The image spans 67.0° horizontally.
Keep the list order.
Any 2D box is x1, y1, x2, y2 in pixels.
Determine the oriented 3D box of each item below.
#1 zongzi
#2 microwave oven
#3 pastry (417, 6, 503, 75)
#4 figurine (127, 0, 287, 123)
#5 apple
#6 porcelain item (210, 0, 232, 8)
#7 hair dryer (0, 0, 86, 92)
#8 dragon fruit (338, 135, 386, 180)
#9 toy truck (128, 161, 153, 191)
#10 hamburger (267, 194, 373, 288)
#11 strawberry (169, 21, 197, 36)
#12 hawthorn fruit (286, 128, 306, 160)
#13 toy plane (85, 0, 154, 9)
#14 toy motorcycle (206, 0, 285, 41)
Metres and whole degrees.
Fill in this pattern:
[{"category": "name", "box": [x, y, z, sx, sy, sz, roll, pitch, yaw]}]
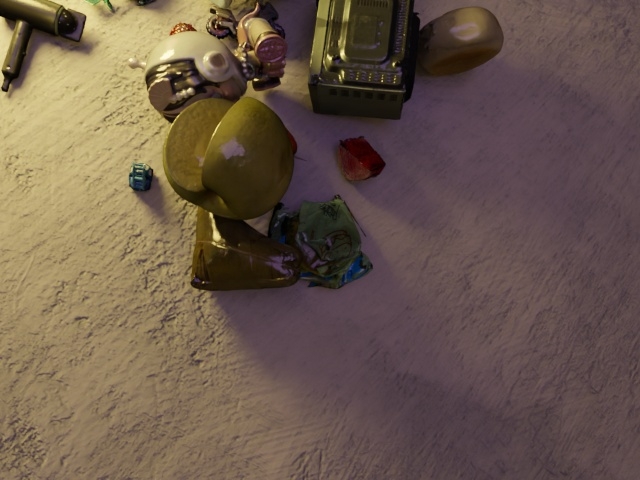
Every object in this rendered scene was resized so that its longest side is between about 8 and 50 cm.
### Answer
[{"category": "zongzi", "box": [-0.184, -0.026, 1.208, 0.274, 0.145, 0.299, -4, 75, 10]}, {"category": "microwave oven", "box": [0.118, -0.537, 1.297, 0.287, 0.218, 0.354, 7, 83, 6]}, {"category": "pastry", "box": [0.397, -0.575, 1.410, 0.265, 0.265, 0.133, -14, 91, -17]}, {"category": "figurine", "box": [-0.264, -0.423, 1.209, 0.362, 0.253, 0.210, -31, 76, -11]}, {"category": "apple", "box": [-0.203, -0.190, 1.102, 0.292, 0.292, 0.254, 29, 64, -11]}, {"category": "porcelain item", "box": [-0.150, -0.788, 1.277, 0.405, 0.178, 0.242, -40, 70, -19]}, {"category": "hair dryer", "box": [-0.705, -0.470, 1.179, 0.196, 0.078, 0.248, 17, 89, -14]}, {"category": "dragon fruit", "box": [0.111, -0.217, 1.374, 0.102, 0.096, 0.147, -20, 59, -27]}, {"category": "toy truck", "box": [-0.447, -0.163, 1.199, 0.056, 0.090, 0.073, 6, 82, -16]}, {"category": "hamburger", "box": [-0.003, 0.005, 1.279, 0.276, 0.150, 0.260, -8, 85, -16]}, {"category": "strawberry", "box": [-0.358, -0.522, 1.272, 0.083, 0.083, 0.096, 19, 88, -13]}, {"category": "hawthorn fruit", "box": [-0.120, -0.242, 1.278, 0.125, 0.125, 0.140, -41, 64, -16]}, {"category": "toy plane", "box": [-0.497, -0.660, 1.256, 0.235, 0.060, 0.096, -36, 87, -20]}, {"category": "toy motorcycle", "box": [-0.201, -0.601, 1.323, 0.216, 0.080, 0.122, 2, 85, -15]}]
